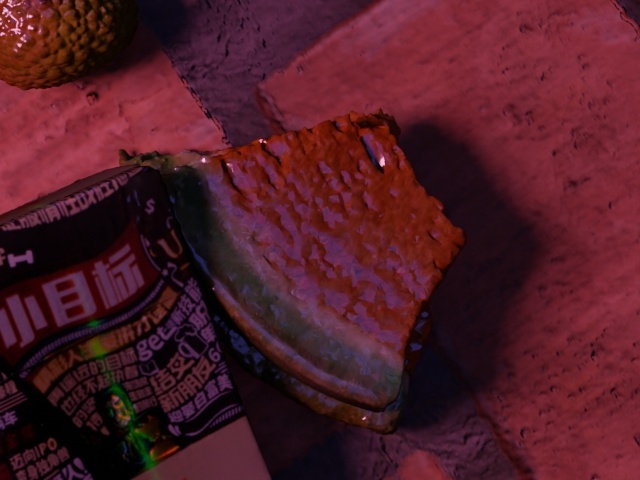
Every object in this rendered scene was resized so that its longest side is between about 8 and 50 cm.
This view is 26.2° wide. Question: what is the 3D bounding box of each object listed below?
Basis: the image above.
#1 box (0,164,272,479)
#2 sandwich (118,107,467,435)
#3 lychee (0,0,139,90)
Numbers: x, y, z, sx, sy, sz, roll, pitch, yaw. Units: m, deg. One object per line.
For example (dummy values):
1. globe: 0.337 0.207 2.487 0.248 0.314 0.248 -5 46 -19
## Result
1. box: -0.159 0.125 0.955 0.198 0.084 0.310 -26 103 -31
2. sandwich: -0.003 0.014 1.037 0.212 0.109 0.292 -26 88 -9
3. lychee: -0.209 -0.170 1.028 0.146 0.114 0.114 -2 85 -27
